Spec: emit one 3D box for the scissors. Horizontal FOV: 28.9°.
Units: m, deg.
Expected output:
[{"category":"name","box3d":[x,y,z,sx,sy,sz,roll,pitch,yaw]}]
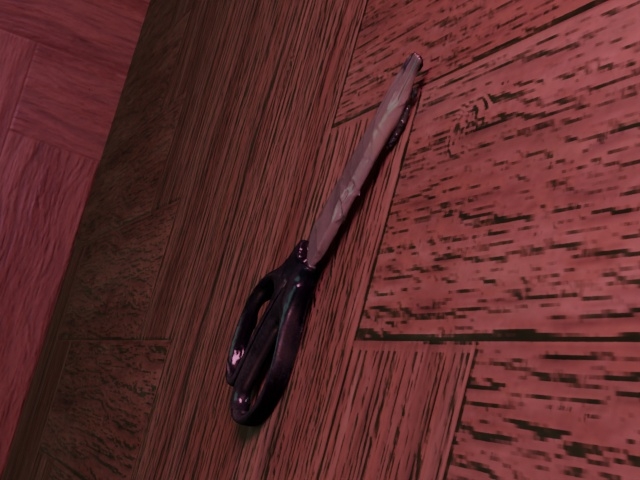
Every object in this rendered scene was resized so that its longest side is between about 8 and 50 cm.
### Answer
[{"category":"scissors","box3d":[0.000,0.000,0.845,0.300,0.022,0.109,-61,24,28]}]
